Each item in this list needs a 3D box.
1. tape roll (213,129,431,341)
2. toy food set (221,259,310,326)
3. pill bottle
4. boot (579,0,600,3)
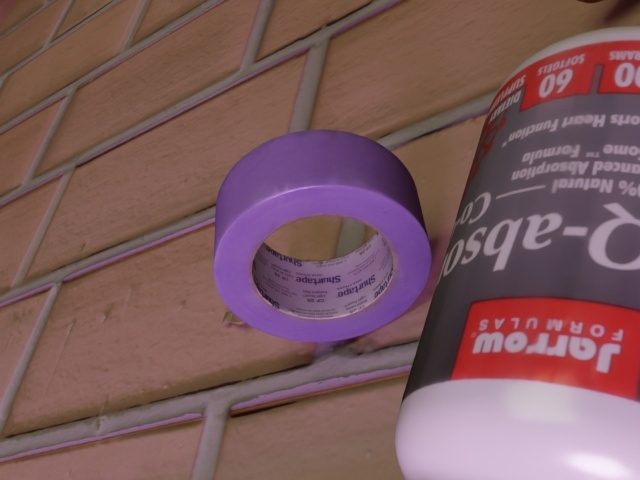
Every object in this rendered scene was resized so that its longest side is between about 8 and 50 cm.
[{"bbox_3d":[0.000,0.000,0.766,0.189,0.189,0.080,-32,38,22],"label":"tape roll"},{"bbox_3d":[-0.053,0.057,0.919,0.122,0.019,0.078,-14,45,49],"label":"toy food set"},{"bbox_3d":[0.164,0.071,0.503,0.210,0.210,0.363,-9,50,42],"label":"pill bottle"},{"bbox_3d":[0.373,-0.299,0.737,0.295,0.104,0.211,-41,35,2],"label":"boot"}]
